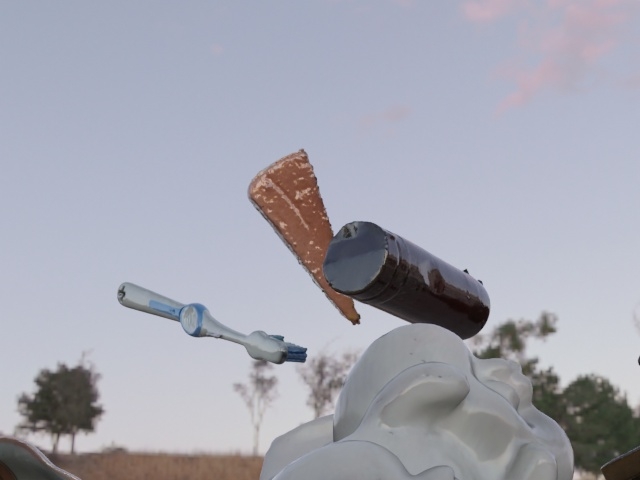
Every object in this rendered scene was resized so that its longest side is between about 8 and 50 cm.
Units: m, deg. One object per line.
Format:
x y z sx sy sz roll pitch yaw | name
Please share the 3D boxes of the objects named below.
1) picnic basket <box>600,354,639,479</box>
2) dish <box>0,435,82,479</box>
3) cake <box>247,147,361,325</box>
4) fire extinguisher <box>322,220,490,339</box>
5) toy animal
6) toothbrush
0.541 0.233 1.202 0.254 0.291 0.321 -6 -29 -31 | picnic basket
-0.295 0.305 0.903 0.230 0.229 0.081 -5 -12 14 | dish
-0.020 0.007 1.149 0.090 0.225 0.109 -19 -5 -5 | cake
0.105 0.043 0.927 0.072 0.089 0.268 -26 -30 28 | fire extinguisher
0.035 0.140 0.480 0.178 0.127 0.193 -47 0 20 | toy animal
-0.141 0.084 1.005 0.040 0.040 0.386 20 -6 -37 | toothbrush
